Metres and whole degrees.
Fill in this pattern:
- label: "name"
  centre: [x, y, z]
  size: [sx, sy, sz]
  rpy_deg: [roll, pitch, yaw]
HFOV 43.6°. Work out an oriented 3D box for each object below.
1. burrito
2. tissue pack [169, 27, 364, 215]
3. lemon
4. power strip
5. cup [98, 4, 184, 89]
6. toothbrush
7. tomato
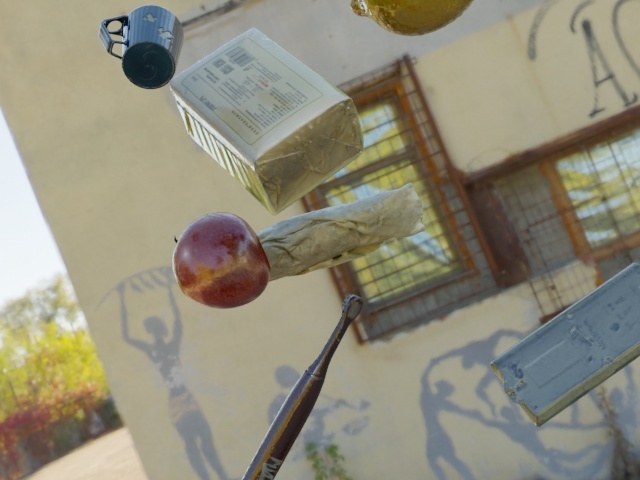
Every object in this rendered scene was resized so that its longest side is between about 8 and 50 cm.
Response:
- label: "burrito"
  centre: [0.000, 0.000, 1.456]
  size: [0.391, 0.117, 0.076]
  rpy_deg: [-18, 23, 10]
- label: "tissue pack"
  centre: [-0.076, -0.167, 1.087]
  size: [0.159, 0.234, 0.125]
  rpy_deg: [-36, -38, -15]
- label: "lemon"
  centre: [0.147, -0.400, 1.165]
  size: [0.244, 0.187, 0.186]
  rpy_deg: [-29, -5, 30]
- label: "power strip"
  centre: [0.327, 0.111, 0.941]
  size: [0.267, 0.092, 0.034]
  rpy_deg: [-33, -27, -6]
- label: "cup"
  centre: [-0.372, -0.403, 1.660]
  size: [0.176, 0.155, 0.131]
  rpy_deg: [11, -54, -18]
- label: "toothbrush"
  centre: [-0.037, 0.234, 1.083]
  size: [0.364, 0.040, 0.041]
  rpy_deg: [-61, -3, 0]
- label: "tomato"
  centre: [-0.158, 0.036, 1.306]
  size: [0.167, 0.167, 0.167]
  rpy_deg: [-22, -2, -1]
